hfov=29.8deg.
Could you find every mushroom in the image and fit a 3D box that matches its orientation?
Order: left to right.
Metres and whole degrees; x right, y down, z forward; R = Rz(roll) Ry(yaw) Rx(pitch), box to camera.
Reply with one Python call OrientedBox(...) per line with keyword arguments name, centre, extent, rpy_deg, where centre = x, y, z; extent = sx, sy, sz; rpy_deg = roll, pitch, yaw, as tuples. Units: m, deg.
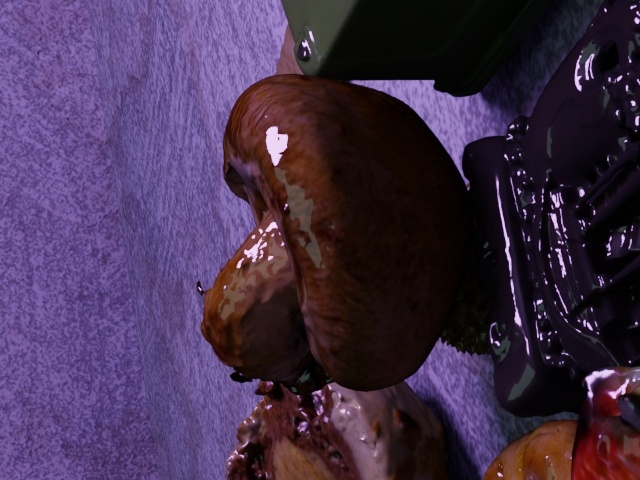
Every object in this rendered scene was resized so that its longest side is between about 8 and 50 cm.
OrientedBox(name="mushroom", centre=(0.008, 0.002, 0.937), extent=(0.263, 0.195, 0.283), rpy_deg=(60, 143, 29))

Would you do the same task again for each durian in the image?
OrientedBox(name="durian", centre=(0.091, 0.019, 1.049), extent=(0.119, 0.108, 0.186), rpy_deg=(105, 151, -57))

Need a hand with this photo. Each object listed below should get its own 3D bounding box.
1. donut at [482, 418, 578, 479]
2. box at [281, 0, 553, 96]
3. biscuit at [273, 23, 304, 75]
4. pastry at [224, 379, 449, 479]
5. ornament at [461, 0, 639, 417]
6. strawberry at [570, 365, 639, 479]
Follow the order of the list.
OrientedBox(name="donut", centre=(0.203, 0.233, 0.847), extent=(0.226, 0.114, 0.226), rpy_deg=(172, 90, -69))
OrientedBox(name="box", centre=(0.070, -0.272, 0.896), extent=(0.328, 0.178, 0.252), rpy_deg=(120, 134, -59))
OrientedBox(name="biscuit", centre=(0.012, -0.068, 1.318), extent=(0.217, 0.044, 0.325), rpy_deg=(106, 148, -47))
OrientedBox(name="pastry", centre=(0.044, 0.229, 1.210), extent=(0.237, 0.170, 0.256), rpy_deg=(45, 134, 25))
OrientedBox(name="ornament", centre=(0.193, -0.030, 0.754), extent=(0.260, 0.106, 0.251), rpy_deg=(128, 140, -59))
OrientedBox(name="strawberry", centre=(0.269, 0.195, 0.655), extent=(0.233, 0.138, 0.306), rpy_deg=(0, 118, 57))
